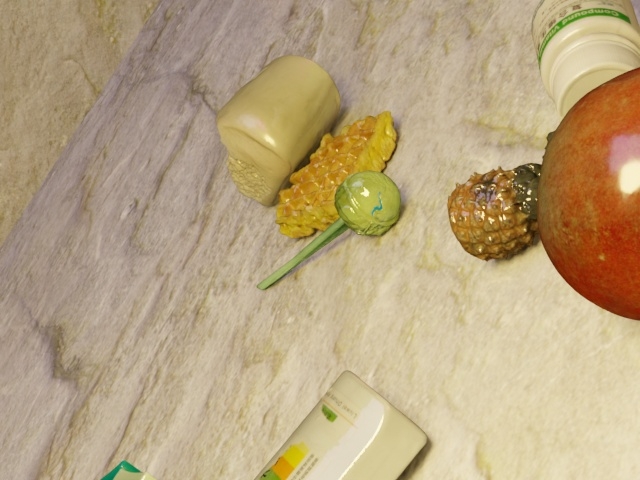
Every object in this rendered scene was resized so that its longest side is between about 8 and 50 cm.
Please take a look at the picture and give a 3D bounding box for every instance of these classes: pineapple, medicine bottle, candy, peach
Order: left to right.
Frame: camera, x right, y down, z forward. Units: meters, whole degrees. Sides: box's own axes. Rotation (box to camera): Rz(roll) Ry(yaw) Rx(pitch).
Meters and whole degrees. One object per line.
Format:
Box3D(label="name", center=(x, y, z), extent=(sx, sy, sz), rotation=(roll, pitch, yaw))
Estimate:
Box3D(label="medicine bottle", center=(-0.018, 0.296, 1.602), extent=(0.296, 0.111, 0.161), rotation=(-51, 23, -2))
Box3D(label="candy", center=(0.000, 0.000, 2.084), extent=(0.093, 0.092, 0.335), rotation=(-11, -19, -45))
Box3D(label="pineapple", center=(0.259, -0.060, 1.655), extent=(0.237, 0.119, 0.111), rotation=(-27, 44, 38))
Box3D(label="medicine bottle", center=(0.338, -0.223, 1.745), extent=(0.139, 0.139, 0.237), rotation=(-37, 26, 26))
Box3D(label="peach", center=(0.329, -0.049, 1.373), extent=(0.252, 0.252, 0.252), rotation=(-39, 25, 22))

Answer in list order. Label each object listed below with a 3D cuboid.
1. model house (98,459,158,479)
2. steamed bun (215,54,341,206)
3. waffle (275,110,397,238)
Box3D(label="model house", center=(-0.263, 0.380, 1.917), extent=(0.127, 0.100, 0.149), rotation=(-56, 26, -17))
Box3D(label="steamed bun", center=(-0.073, -0.204, 2.369), extent=(0.225, 0.170, 0.200), rotation=(-53, -8, -26))
Box3D(label="waffle", center=(0.018, -0.103, 2.224), extent=(0.219, 0.057, 0.229), rotation=(-19, 36, 50))
